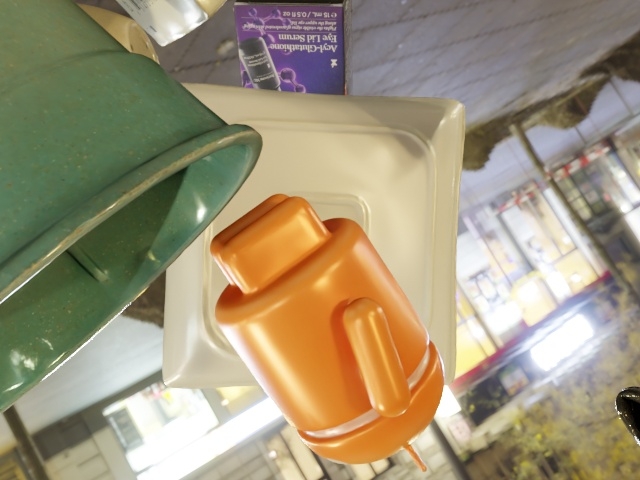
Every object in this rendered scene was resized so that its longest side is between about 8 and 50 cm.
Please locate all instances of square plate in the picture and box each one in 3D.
[{"bbox_3d":[0.000,0.000,0.937,0.347,0.343,0.049,1,-179,-11],"label":"square plate"}]

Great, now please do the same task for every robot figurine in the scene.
[{"bbox_3d":[0.009,0.073,0.606,0.158,0.219,0.128,-21,-160,38],"label":"robot figurine"}]

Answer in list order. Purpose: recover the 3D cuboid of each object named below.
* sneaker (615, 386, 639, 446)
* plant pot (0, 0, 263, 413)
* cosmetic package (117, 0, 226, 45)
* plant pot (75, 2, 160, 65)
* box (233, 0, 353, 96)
[{"bbox_3d":[0.517,0.319,1.145,0.124,0.283,0.107,21,111,-46],"label":"sneaker"},{"bbox_3d":[-0.271,-0.071,0.519,0.341,0.334,0.341,-42,179,-1],"label":"plant pot"},{"bbox_3d":[-0.072,-0.329,0.737,0.296,0.129,0.153,-51,-159,-16],"label":"cosmetic package"},{"bbox_3d":[-0.366,-0.261,1.329,0.191,0.284,0.284,-16,175,9],"label":"plant pot"},{"bbox_3d":[-0.032,-0.262,1.188,0.153,0.207,0.108,2,-144,8],"label":"box"}]
